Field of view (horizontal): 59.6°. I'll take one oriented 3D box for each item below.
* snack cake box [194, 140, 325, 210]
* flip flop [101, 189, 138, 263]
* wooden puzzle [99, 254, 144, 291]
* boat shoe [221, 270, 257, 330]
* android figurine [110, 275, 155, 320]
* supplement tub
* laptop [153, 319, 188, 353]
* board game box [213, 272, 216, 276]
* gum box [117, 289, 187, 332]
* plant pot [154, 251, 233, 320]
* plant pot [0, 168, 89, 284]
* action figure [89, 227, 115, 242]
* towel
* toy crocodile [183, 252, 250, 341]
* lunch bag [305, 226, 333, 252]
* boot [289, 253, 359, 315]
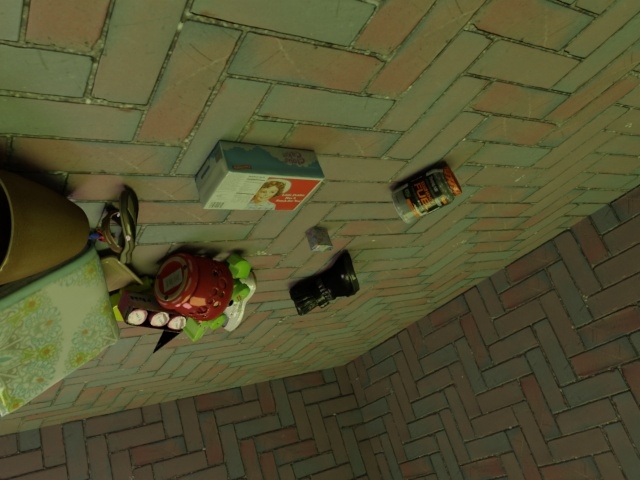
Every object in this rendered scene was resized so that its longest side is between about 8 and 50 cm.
[{"bbox_3d":[-0.143,-0.147,1.329,0.264,0.089,0.152,-1,150,-38],"label":"snack cake box"},{"bbox_3d":[-0.485,-0.024,1.344,0.080,0.112,0.277,7,155,-20],"label":"flip flop"},{"bbox_3d":[-0.649,0.104,1.581,0.238,0.044,0.221,-13,158,-3],"label":"wooden puzzle"},{"bbox_3d":[-0.317,0.214,1.986,0.096,0.098,0.277,3,129,-34],"label":"boat shoe"},{"bbox_3d":[-0.572,0.188,1.805,0.272,0.056,0.248,-20,159,-7],"label":"android figurine"},{"bbox_3d":[0.319,-0.140,1.681,0.190,0.117,0.117,-28,156,21],"label":"supplement tub"},{"bbox_3d":[-0.457,0.302,2.061,0.264,0.137,0.234,5,148,-45],"label":"laptop"},{"bbox_3d":[-0.410,0.177,1.864,0.186,0.026,0.126,-38,161,-10],"label":"board game box"},{"bbox_3d":[-0.505,0.218,1.697,0.188,0.107,0.062,18,102,-39],"label":"gum box"},{"bbox_3d":[-0.383,0.131,1.666,0.191,0.191,0.174,-28,147,22],"label":"plant pot"},{"bbox_3d":[-0.595,-0.027,1.113,0.237,0.237,0.254,-26,172,18],"label":"plant pot"},{"bbox_3d":[-0.559,-0.012,1.391,0.038,0.030,0.115,-25,163,28],"label":"action figure"},{"bbox_3d":[-0.682,0.209,1.364,0.374,0.090,0.321,-37,139,-43],"label":"towel"},{"bbox_3d":[-0.338,0.187,1.810,0.340,0.115,0.105,-49,157,15],"label":"toy crocodile"},{"bbox_3d":[0.000,0.000,1.809,0.083,0.071,0.053,3,148,-44],"label":"lunch bag"},{"bbox_3d":[0.010,0.182,2.163,0.260,0.131,0.348,-16,158,-7],"label":"boot"}]
